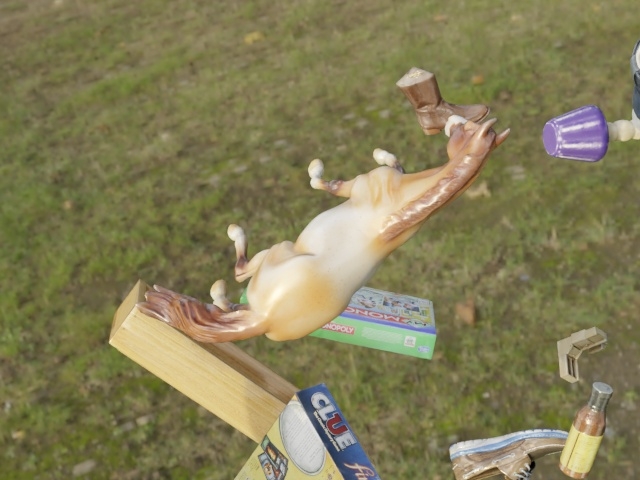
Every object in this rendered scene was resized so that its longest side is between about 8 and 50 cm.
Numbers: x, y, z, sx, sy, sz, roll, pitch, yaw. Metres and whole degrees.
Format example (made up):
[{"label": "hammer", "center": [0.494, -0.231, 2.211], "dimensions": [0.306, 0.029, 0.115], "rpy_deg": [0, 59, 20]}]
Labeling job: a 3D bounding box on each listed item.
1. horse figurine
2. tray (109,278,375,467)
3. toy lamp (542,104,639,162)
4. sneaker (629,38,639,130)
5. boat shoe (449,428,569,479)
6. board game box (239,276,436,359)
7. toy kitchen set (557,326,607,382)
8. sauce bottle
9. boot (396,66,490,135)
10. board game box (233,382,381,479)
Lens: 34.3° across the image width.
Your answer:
[{"label": "horse figurine", "center": [0.000, 0.000, 0.740], "dimensions": [0.263, 0.066, 0.174], "rpy_deg": [-38, 26, -9]}, {"label": "tray", "center": [-0.119, 0.217, 1.525], "dimensions": [0.076, 0.411, 0.203], "rpy_deg": [-53, 12, 0]}, {"label": "toy lamp", "center": [0.432, -0.152, 1.388], "dimensions": [0.274, 0.080, 0.080], "rpy_deg": [-8, 24, -14]}, {"label": "sneaker", "center": [0.430, -0.191, 1.061], "dimensions": [0.226, 0.163, 0.086], "rpy_deg": [-17, 59, 13]}, {"label": "boat shoe", "center": [0.282, 0.321, 1.516], "dimensions": [0.183, 0.066, 0.066], "rpy_deg": [-16, 62, 23]}, {"label": "board game box", "center": [0.033, 0.117, 1.743], "dimensions": [0.317, 0.046, 0.213], "rpy_deg": [11, 12, 2]}, {"label": "toy kitchen set", "center": [0.482, 0.210, 1.860], "dimensions": [0.083, 0.068, 0.075], "rpy_deg": [-31, 42, 40]}, {"label": "sauce bottle", "center": [0.337, 0.238, 1.304], "dimensions": [0.042, 0.128, 0.042], "rpy_deg": [12, 25, -6]}, {"label": "boot", "center": [0.172, -0.202, 1.452], "dimensions": [0.106, 0.114, 0.037], "rpy_deg": [-17, 44, 17]}, {"label": "board game box", "center": [-0.017, 0.291, 1.147], "dimensions": [0.042, 0.243, 0.165], "rpy_deg": [-14, 61, -35]}]
